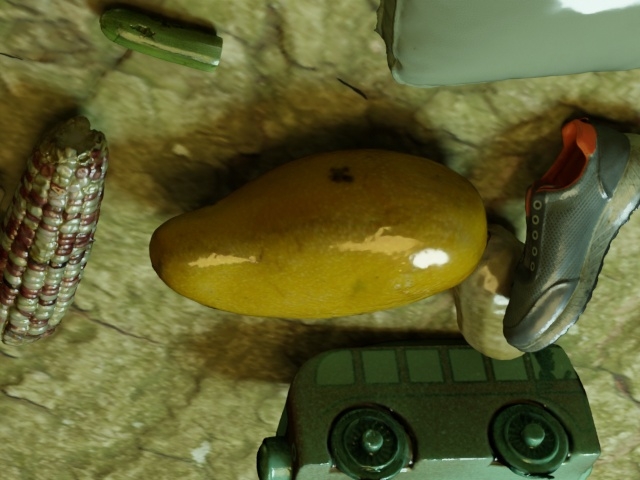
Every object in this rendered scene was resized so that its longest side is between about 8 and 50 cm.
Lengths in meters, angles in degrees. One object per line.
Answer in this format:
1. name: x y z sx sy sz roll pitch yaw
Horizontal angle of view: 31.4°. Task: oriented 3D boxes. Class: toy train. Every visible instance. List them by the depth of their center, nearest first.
1. toy train: 0.099 0.179 1.084 0.327 0.159 0.129 0 143 -11

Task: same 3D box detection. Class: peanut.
1. peanut: 0.156 0.050 0.995 0.080 0.080 0.174 -10 144 7

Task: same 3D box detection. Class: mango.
1. mango: 0.001 -0.005 0.890 0.262 0.108 0.157 -2 151 5

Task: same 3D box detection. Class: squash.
1. squash: -0.110 -0.137 0.776 0.083 0.027 0.027 13 138 -21

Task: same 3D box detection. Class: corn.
1. corn: -0.217 -0.004 0.896 0.080 0.079 0.237 11 135 -18

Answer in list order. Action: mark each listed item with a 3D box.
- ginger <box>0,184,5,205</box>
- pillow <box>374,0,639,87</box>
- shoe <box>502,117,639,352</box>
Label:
1. ginger: -0.342 0.038 0.943 0.089 0.075 0.288 27 136 -26
2. pillow: 0.155 -0.220 0.628 0.255 0.119 0.322 -6 138 -1
3. shoe: 0.185 -0.007 0.892 0.077 0.074 0.194 26 102 -17
